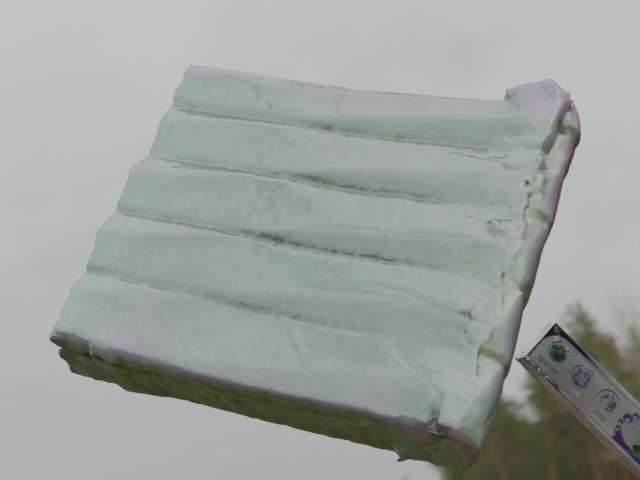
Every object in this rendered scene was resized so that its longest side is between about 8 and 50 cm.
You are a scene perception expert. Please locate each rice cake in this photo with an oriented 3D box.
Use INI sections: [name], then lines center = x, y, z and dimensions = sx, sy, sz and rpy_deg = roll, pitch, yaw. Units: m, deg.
[rice cake]
center = 0.000, 0.000, 0.702
dimensions = 0.198, 0.189, 0.037
rpy_deg = 2, -39, 27

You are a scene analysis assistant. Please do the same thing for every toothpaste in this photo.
[toothpaste]
center = 0.244, 0.151, 1.421
dimensions = 0.047, 0.196, 0.040
rpy_deg = -46, -1, -20
